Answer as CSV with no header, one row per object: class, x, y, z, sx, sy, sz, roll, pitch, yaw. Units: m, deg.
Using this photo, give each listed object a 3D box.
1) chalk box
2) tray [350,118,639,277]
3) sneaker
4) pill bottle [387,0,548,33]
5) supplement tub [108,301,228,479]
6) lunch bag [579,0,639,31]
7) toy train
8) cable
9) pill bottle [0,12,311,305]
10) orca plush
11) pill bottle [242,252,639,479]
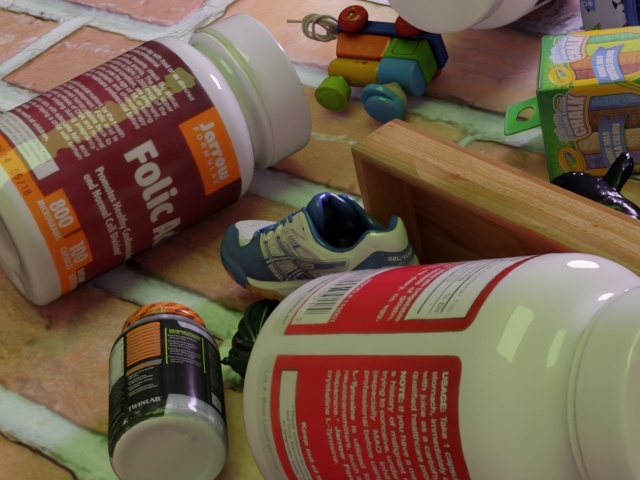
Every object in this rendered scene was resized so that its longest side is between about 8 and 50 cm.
chalk box,0.320,-0.162,1.695,0.213,0.132,0.132,-5,37,13
tray,0.208,0.037,1.408,0.076,0.203,0.411,-35,41,-27
sneaker,0.000,0.000,1.538,0.112,0.131,0.296,-29,31,-36
pill bottle,0.234,-0.395,1.897,0.210,0.210,0.363,9,25,29
supplement tub,-0.154,0.154,1.451,0.117,0.117,0.190,-13,36,2
lunch bag,0.444,-0.405,1.885,0.115,0.243,0.303,21,48,39
toy train,0.032,-0.231,1.930,0.248,0.105,0.143,10,56,30
cable,-0.005,0.106,1.532,0.184,0.047,0.150,7,36,31
pill bottle,-0.221,-0.107,1.734,0.392,0.224,0.224,-30,39,-20
orca plush,0.305,-0.038,1.500,0.151,0.102,0.287,35,11,3
pill bottle,0.139,0.128,1.138,0.229,0.229,0.407,-42,21,-32
